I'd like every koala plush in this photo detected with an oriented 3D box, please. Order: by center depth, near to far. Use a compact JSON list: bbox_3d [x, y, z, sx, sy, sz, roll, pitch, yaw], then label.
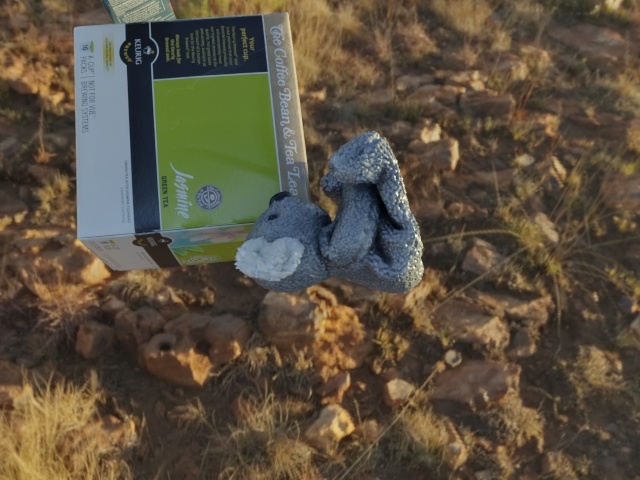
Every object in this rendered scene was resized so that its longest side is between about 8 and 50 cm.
[{"bbox_3d":[0.000,0.000,0.825,0.221,0.196,0.203,-20,88,-5],"label":"koala plush"}]

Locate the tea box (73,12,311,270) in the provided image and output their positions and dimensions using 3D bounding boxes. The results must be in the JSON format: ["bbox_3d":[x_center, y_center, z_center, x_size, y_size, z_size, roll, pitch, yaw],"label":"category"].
[{"bbox_3d":[-0.189,-0.144,1.004,0.324,0.220,0.328,-5,75,-4],"label":"tea box"}]

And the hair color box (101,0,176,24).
[{"bbox_3d":[-0.325,-0.457,0.968,0.105,0.347,0.173,-28,84,-6],"label":"hair color box"}]
